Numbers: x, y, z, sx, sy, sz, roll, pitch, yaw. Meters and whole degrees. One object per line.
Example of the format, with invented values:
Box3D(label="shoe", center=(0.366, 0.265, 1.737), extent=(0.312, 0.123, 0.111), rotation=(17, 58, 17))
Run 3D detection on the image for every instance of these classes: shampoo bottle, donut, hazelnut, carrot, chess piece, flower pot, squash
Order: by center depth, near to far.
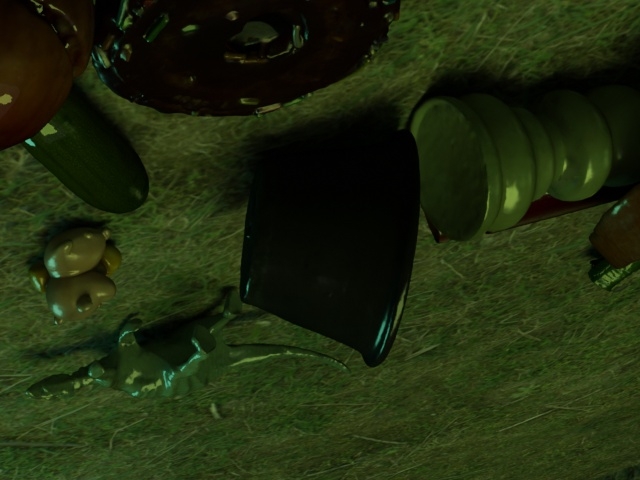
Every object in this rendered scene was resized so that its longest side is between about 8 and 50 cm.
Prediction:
Box3D(label="hazelnut", center=(-0.244, -0.142, 0.959), extent=(0.182, 0.182, 0.182), rotation=(-15, 156, -7))
Box3D(label="donut", center=(-0.055, -0.175, 1.030), extent=(0.235, 0.089, 0.235), rotation=(-13, 157, -6))
Box3D(label="squash", center=(-0.204, -0.077, 1.221), extent=(0.069, 0.069, 0.258), rotation=(-22, 156, 8))
Box3D(label="flower pot", center=(0.000, 0.000, 1.390), extent=(0.148, 0.235, 0.235), rotation=(7, 151, -7))
Box3D(label="chess piece", center=(0.229, -0.094, 1.419), extent=(0.251, 0.144, 0.144), rotation=(-14, 156, -25))
Box3D(label="carrot", center=(0.405, -0.057, 1.453), extent=(0.258, 0.100, 0.307), rotation=(-22, 165, -38))
Box3D(label="shampoo bottle", center=(0.245, -0.057, 1.574), extent=(0.260, 0.064, 0.102), rotation=(-15, 159, -5))

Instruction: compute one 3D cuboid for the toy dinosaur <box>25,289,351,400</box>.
Box3D(label="toy dinosaur", center=(-0.138, 0.133, 1.686), extent=(0.393, 0.092, 0.205), rotation=(-2, 151, -35))

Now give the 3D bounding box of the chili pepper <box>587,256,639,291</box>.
Box3D(label="chili pepper", center=(0.499, -0.029, 1.799), extent=(0.359, 0.076, 0.085), rotation=(-29, 173, 32))

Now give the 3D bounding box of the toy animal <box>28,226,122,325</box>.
Box3D(label="toy animal", center=(-0.235, 0.039, 1.430), extent=(0.091, 0.082, 0.114), rotation=(-4, 152, -31))
